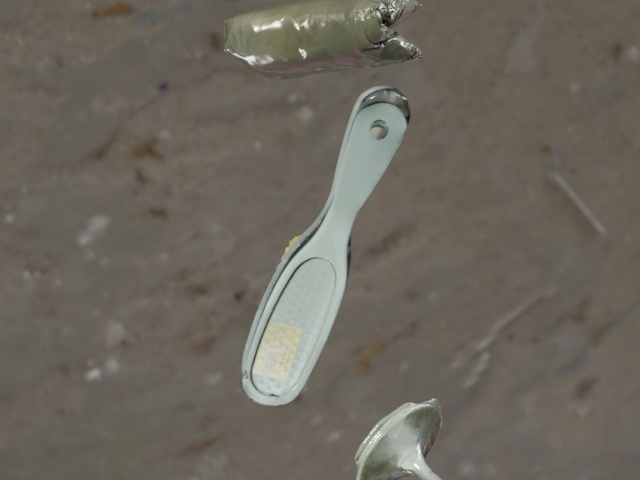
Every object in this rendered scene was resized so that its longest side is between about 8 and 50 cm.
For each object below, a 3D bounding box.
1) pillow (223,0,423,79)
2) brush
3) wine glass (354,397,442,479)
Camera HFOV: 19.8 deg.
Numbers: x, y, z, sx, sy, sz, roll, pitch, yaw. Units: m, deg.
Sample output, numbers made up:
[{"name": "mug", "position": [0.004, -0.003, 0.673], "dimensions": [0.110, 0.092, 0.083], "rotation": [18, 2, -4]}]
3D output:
[{"name": "pillow", "position": [-0.002, -0.206, 1.816], "dimensions": [0.181, 0.078, 0.134], "rotation": [-7, 177, 21]}, {"name": "brush", "position": [0.000, 0.000, 1.565], "dimensions": [0.068, 0.060, 0.297], "rotation": [18, 105, -21]}, {"name": "wine glass", "position": [0.112, 0.205, 1.335], "dimensions": [0.122, 0.183, 0.122], "rotation": [-31, 143, -28]}]
